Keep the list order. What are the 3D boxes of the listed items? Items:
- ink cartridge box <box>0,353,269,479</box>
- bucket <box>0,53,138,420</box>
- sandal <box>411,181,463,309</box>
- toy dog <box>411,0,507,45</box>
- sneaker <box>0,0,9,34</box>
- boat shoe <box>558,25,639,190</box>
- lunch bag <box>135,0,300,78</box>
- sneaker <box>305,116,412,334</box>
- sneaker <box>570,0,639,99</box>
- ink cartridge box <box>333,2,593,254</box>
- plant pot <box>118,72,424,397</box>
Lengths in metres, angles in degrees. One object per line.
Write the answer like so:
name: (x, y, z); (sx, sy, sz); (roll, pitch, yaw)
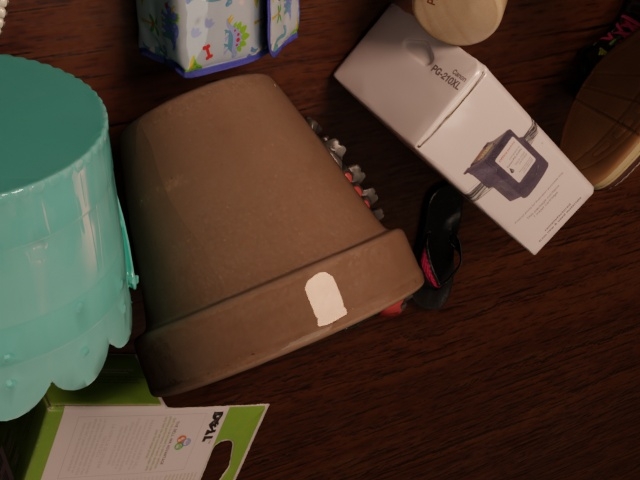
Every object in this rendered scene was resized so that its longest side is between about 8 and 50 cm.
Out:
ink cartridge box: (-0.211, 0.224, 1.055); (0.255, 0.097, 0.189); (6, 117, -37)
bucket: (-0.279, -0.014, 0.727); (0.281, 0.281, 0.183); (-11, 127, -27)
sandal: (0.144, 0.016, 1.170); (0.067, 0.040, 0.179); (-14, 128, -24)
toy dog: (0.105, -0.336, 0.810); (0.161, 0.220, 0.334); (12, 122, 6)
sneaker: (-0.266, -0.226, 0.722); (0.073, 0.063, 0.162); (2, 120, -30)
boat shoe: (0.392, -0.184, 1.047); (0.123, 0.123, 0.342); (32, 90, -34)
lunch bag: (-0.077, -0.221, 0.830); (0.151, 0.096, 0.129); (-23, 130, -36)
sneaker: (0.000, 0.000, 1.027); (0.135, 0.097, 0.276); (-29, 130, -7)
sneaker: (0.343, -0.219, 1.114); (0.075, 0.063, 0.170); (-2, 127, -39)
ink cartridge box: (0.146, -0.111, 0.990); (0.100, 0.172, 0.237); (-48, 133, 7)
plant pot: (-0.071, -0.014, 0.863); (0.263, 0.263, 0.229); (-24, 90, -17)
